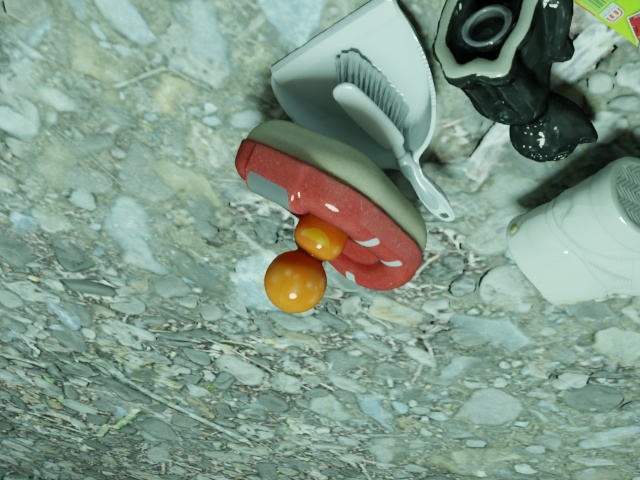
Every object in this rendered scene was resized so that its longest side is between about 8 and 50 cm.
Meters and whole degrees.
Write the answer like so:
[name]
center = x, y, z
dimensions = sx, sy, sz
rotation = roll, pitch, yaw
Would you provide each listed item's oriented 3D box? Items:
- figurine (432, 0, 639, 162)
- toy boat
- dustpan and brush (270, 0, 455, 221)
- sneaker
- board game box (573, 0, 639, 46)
[figurine]
center = 0.219, -0.107, 0.475
dimensions = 0.215, 0.092, 0.209
rotation = 10, 169, 34
[toy boat]
center = 0.000, 0.000, 0.622
dimensions = 0.151, 0.151, 0.231
rotation = 28, 176, 34
[dustpan and brush]
center = 0.065, -0.098, 0.600
dimensions = 0.147, 0.060, 0.211
rotation = -22, 130, 37
[sneaker]
center = 0.330, 0.024, 0.661
dimensions = 0.292, 0.108, 0.169
rotation = 26, 153, -18
[board game box]
center = 0.260, -0.209, 0.418
dimensions = 0.092, 0.043, 0.181
rotation = 26, 141, -17
